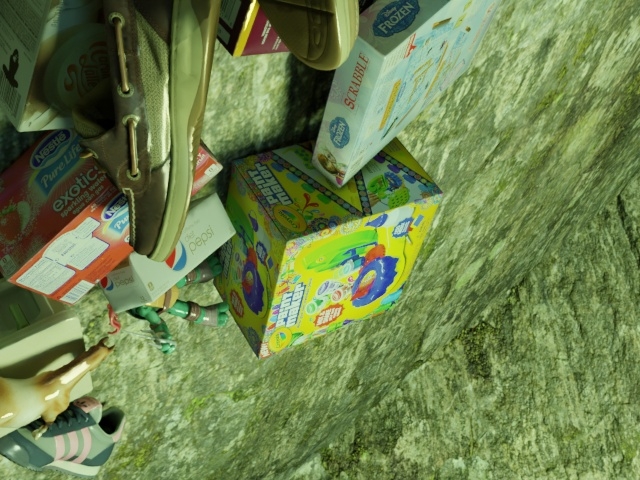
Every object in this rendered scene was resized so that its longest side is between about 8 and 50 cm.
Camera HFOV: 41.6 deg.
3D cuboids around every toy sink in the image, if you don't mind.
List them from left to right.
[{"bbox_3d":[-0.401,0.133,1.090,0.152,0.131,0.234,-27,156,-23],"label":"toy sink"}]

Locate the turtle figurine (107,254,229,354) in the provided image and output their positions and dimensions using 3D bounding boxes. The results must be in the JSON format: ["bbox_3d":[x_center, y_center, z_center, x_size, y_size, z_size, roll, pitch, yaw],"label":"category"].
[{"bbox_3d":[-0.234,0.076,1.262,0.234,0.118,0.175,7,87,-60],"label":"turtle figurine"}]

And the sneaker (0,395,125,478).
[{"bbox_3d":[-0.434,0.305,1.388,0.131,0.112,0.319,-56,159,-8],"label":"sneaker"}]

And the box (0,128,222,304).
[{"bbox_3d":[-0.261,-0.061,0.979,0.257,0.123,0.128,-42,155,3],"label":"box"}]

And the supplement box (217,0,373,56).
[{"bbox_3d":[-0.043,-0.276,0.957,0.188,0.104,0.081,-17,147,-41],"label":"supplement box"}]

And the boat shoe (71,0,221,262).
[{"bbox_3d":[-0.175,-0.116,0.809,0.123,0.123,0.342,9,138,-9],"label":"boat shoe"}]

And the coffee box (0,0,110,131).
[{"bbox_3d":[-0.216,-0.231,0.792,0.141,0.098,0.247,-13,144,-45],"label":"coffee box"}]

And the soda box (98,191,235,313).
[{"bbox_3d":[-0.204,0.012,1.125,0.073,0.069,0.216,-17,-163,31],"label":"soda box"}]

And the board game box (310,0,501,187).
[{"bbox_3d":[0.132,-0.258,1.144,0.318,0.066,0.319,-44,169,-24],"label":"board game box"}]

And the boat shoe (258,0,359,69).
[{"bbox_3d":[-0.011,-0.329,0.787,0.110,0.121,0.341,-38,131,-31],"label":"boat shoe"}]

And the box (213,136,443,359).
[{"bbox_3d":[0.000,0.000,1.344,0.279,0.177,0.290,-18,145,-27],"label":"box"}]

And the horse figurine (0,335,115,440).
[{"bbox_3d":[-0.380,0.201,0.999,0.174,0.066,0.263,-42,159,27],"label":"horse figurine"}]
